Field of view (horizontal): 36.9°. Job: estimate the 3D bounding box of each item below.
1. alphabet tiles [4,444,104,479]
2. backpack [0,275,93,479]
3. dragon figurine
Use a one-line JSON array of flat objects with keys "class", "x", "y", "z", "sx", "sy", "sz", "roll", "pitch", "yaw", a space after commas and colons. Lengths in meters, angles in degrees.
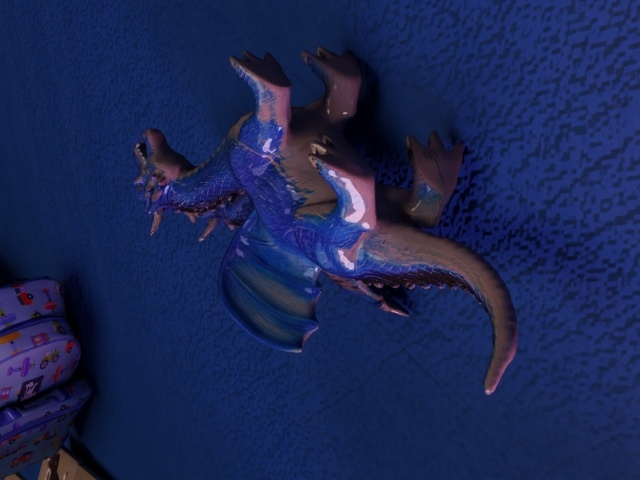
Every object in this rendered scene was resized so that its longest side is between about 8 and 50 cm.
[{"class": "alphabet tiles", "x": -0.250, "y": 0.378, "z": 0.892, "sx": 0.285, "sy": 0.011, "sz": 0.342, "roll": 21, "pitch": 97, "yaw": 44}, {"class": "backpack", "x": -0.279, "y": 0.119, "z": 0.842, "sx": 0.117, "sy": 0.158, "sz": 0.173, "roll": 49, "pitch": 125, "yaw": 20}, {"class": "dragon figurine", "x": 0.000, "y": 0.000, "z": 0.483, "sx": 0.289, "sy": 0.085, "sz": 0.144, "roll": 46, "pitch": 134, "yaw": 35}]
